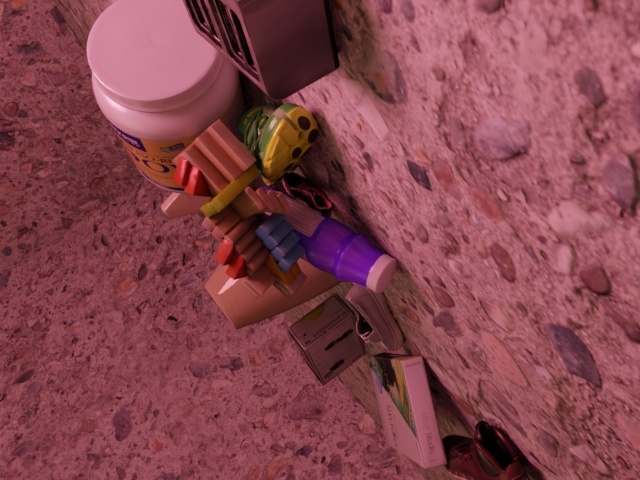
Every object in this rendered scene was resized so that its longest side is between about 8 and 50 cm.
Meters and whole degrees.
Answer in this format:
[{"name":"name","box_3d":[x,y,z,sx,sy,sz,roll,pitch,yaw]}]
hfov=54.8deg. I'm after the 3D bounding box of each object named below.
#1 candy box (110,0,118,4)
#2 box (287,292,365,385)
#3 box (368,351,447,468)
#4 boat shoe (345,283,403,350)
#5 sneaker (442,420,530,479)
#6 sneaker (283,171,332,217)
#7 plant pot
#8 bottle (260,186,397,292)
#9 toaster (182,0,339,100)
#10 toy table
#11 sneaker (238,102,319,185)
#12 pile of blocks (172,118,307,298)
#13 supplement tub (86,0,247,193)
[{"name":"candy box","box_3d":[-0.356,-0.448,1.303,0.165,0.070,0.196,44,166,36]},{"name":"box","box_3d":[0.024,0.287,1.757,0.087,0.169,0.290,48,169,31]},{"name":"box","box_3d":[0.194,0.384,1.448,0.322,0.059,0.232,134,124,-76]},{"name":"boat shoe","box_3d":[0.108,0.172,1.318,0.079,0.081,0.227,39,161,48]},{"name":"sneaker","box_3d":[0.321,0.415,1.238,0.281,0.107,0.162,14,129,64]},{"name":"sneaker","box_3d":[-0.021,-0.089,1.158,0.119,0.047,0.057,43,161,6]},{"name":"plant pot","box_3d":[-0.124,0.075,1.446,0.256,0.274,0.256,49,167,15]},{"name":"bottle","box_3d":[0.000,0.000,1.095,0.283,0.092,0.118,28,174,26]},{"name":"toaster","box_3d":[-0.071,-0.267,0.673,0.168,0.110,0.185,45,165,29]},{"name":"toy table","box_3d":[-0.215,-0.121,1.383,0.274,0.252,0.161,28,171,44]},{"name":"sneaker","box_3d":[-0.087,-0.166,1.016,0.123,0.109,0.295,49,168,-4]},{"name":"pile of blocks","box_3d":[-0.123,-0.013,0.997,0.149,0.112,0.362,12,141,45]},{"name":"supplement tub","box_3d":[-0.256,-0.248,1.096,0.241,0.241,0.331,49,168,14]}]
